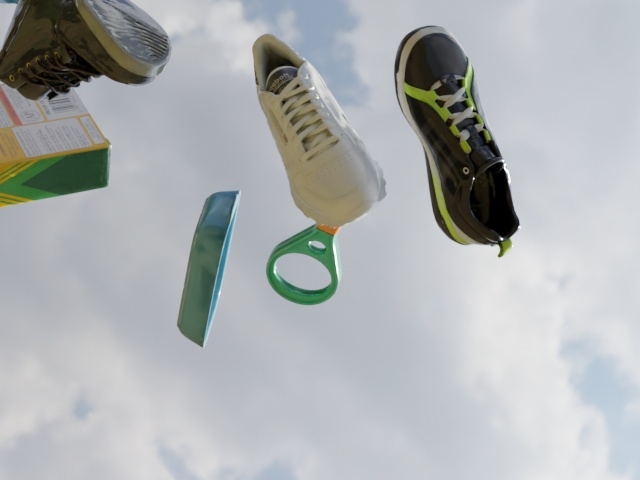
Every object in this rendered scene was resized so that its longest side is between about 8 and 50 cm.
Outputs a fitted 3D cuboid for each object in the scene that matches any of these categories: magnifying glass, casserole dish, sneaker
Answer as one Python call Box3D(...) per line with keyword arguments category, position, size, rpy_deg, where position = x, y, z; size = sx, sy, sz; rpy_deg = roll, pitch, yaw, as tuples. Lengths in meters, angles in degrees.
Box3D(category="magnifying glass", position=(0.000, 0.000, 1.715), size=(0.092, 0.026, 0.231), rpy_deg=(25, -45, -3))
Box3D(category="casserole dish", position=(-0.121, 0.028, 1.545), size=(0.037, 0.114, 0.188), rpy_deg=(13, -52, 0))
Box3D(category="sneaker", position=(-0.012, -0.105, 1.389), size=(0.235, 0.090, 0.095), rpy_deg=(59, -3, 45))
Box3D(category="sneaker", position=(-0.201, -0.151, 1.208), size=(0.118, 0.083, 0.222), rpy_deg=(-61, -143, 15))
Box3D(category="sneaker", position=(0.146, -0.097, 1.395), size=(0.097, 0.084, 0.234), rpy_deg=(17, -50, 60))

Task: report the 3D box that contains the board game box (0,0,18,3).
Box3D(category="board game box", position=(-0.452, -0.501, 1.805), size=(0.302, 0.308, 0.086), rpy_deg=(29, -11, -39))

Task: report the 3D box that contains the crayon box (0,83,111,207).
Box3D(category="crayon box", position=(-0.492, -0.136, 2.102), size=(0.203, 0.323, 0.083), rpy_deg=(53, -35, 42))
